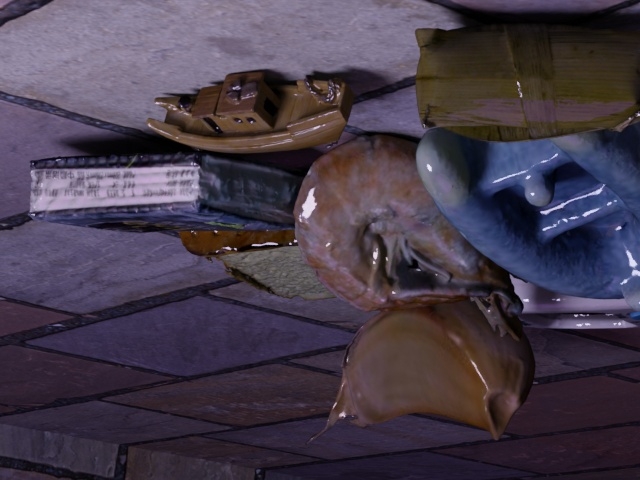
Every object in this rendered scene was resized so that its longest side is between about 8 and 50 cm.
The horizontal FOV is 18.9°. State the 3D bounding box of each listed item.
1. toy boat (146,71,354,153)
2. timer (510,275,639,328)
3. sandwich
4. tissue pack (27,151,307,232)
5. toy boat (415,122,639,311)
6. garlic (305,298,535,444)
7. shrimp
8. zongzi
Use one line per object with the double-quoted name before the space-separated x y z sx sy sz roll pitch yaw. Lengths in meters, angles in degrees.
"toy boat" -0.064 -0.115 1.710 0.206 0.064 0.072 -2 149 30
"timer" 0.311 0.051 2.137 0.237 0.087 0.262 -1 173 20
"sandwich" 0.000 -0.001 2.062 0.226 0.087 0.251 -2 166 26
"tissue pack" -0.148 -0.046 1.890 0.235 0.073 0.173 -1 175 38
"toy boat" 0.236 -0.022 1.754 0.215 0.123 0.330 -23 146 25
"garlic" 0.118 0.158 2.432 0.338 0.196 0.151 -7 146 42
"shrimp" 0.096 0.019 1.902 0.168 0.077 0.317 -39 120 8
"zongzi" 0.186 -0.123 1.577 0.204 0.094 0.204 -1 175 8
